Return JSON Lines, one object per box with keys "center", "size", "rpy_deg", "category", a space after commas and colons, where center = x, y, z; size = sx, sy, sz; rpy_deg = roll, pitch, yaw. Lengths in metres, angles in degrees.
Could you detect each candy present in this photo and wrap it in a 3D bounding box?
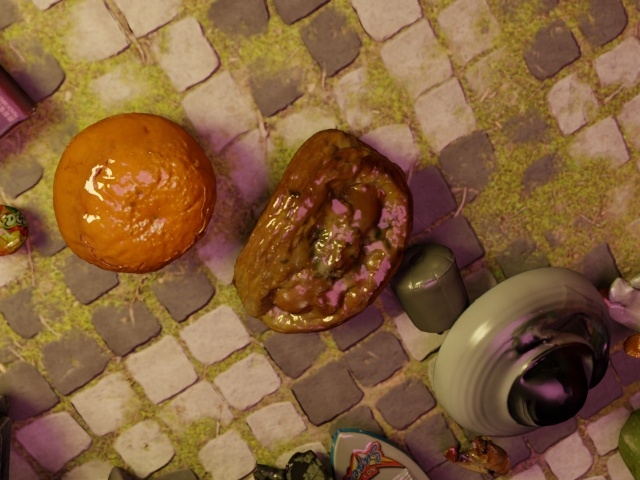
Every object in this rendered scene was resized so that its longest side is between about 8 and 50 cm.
{"center": [-0.430, 0.035, 1.137], "size": [0.201, 0.060, 0.060], "rpy_deg": [-43, 111, 9], "category": "candy"}

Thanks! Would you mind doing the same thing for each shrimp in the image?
{"center": [0.220, 0.303, 1.343], "size": [0.045, 0.095, 0.162], "rpy_deg": [-64, 149, -18], "category": "shrimp"}

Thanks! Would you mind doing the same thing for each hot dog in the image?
{"center": [0.000, 0.000, 1.192], "size": [0.196, 0.122, 0.272], "rpy_deg": [29, 96, -27], "category": "hot dog"}

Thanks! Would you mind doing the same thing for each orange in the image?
{"center": [-0.220, -0.057, 1.099], "size": [0.193, 0.161, 0.193], "rpy_deg": [-7, 114, -17], "category": "orange"}

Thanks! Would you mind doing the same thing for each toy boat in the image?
{"center": [0.103, 0.375, 1.344], "size": [0.129, 0.088, 0.295], "rpy_deg": [-36, 112, -2], "category": "toy boat"}

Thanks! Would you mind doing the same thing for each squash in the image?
{"center": [0.536, 0.320, 1.420], "size": [0.170, 0.123, 0.170], "rpy_deg": [-4, 106, -13], "category": "squash"}

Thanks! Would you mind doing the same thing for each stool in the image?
{"center": [0.149, 0.065, 1.264], "size": [0.096, 0.096, 0.110], "rpy_deg": [-29, 117, -5], "category": "stool"}

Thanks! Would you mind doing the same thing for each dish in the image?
{"center": [0.304, 0.183, 1.274], "size": [0.273, 0.134, 0.273], "rpy_deg": [-14, 126, -20], "category": "dish"}

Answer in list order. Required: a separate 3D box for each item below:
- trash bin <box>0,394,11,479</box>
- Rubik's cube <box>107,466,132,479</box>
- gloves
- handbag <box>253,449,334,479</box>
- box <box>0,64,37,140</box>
{"center": [-0.501, 0.260, 1.126], "size": [0.239, 0.184, 0.161], "rpy_deg": [5, 98, -1], "category": "trash bin"}
{"center": [-0.242, 0.488, 1.160], "size": [0.368, 0.358, 0.387], "rpy_deg": [16, 90, -22], "category": "Rubik's cube"}
{"center": [0.510, 0.095, 1.359], "size": [0.219, 0.131, 0.140], "rpy_deg": [9, 108, 15], "category": "gloves"}
{"center": [0.022, 0.514, 1.257], "size": [0.180, 0.317, 0.416], "rpy_deg": [-18, 113, -15], "category": "handbag"}
{"center": [-0.437, -0.196, 1.051], "size": [0.120, 0.069, 0.224], "rpy_deg": [-38, 113, -1], "category": "box"}
